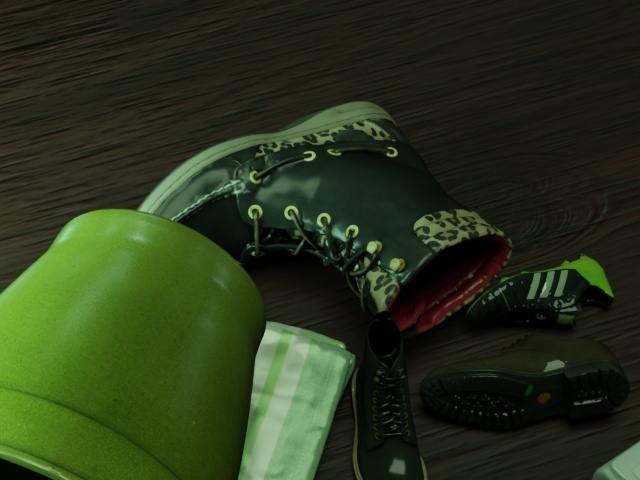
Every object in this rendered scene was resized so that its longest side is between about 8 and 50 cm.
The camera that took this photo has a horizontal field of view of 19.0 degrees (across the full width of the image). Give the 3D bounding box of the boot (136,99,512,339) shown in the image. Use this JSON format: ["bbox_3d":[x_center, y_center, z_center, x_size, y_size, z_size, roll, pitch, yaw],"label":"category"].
[{"bbox_3d":[0.000,0.000,2.134,0.377,0.138,0.284,-23,47,-28],"label":"boot"}]

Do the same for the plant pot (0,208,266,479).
[{"bbox_3d":[-0.220,0.168,1.870,0.366,0.366,0.353,18,53,9],"label":"plant pot"}]

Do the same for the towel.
[{"bbox_3d":[-0.148,0.174,2.063,0.325,0.038,0.248,17,61,6],"label":"towel"}]

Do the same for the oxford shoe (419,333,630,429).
[{"bbox_3d":[0.218,0.151,2.105,0.227,0.083,0.096,-2,35,-7],"label":"oxford shoe"}]

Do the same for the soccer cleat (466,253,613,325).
[{"bbox_3d":[0.252,0.069,2.171,0.179,0.060,0.072,-17,58,-20],"label":"soccer cleat"}]

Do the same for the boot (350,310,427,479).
[{"bbox_3d":[0.071,0.187,2.018,0.077,0.137,0.198,-10,55,-11],"label":"boot"}]

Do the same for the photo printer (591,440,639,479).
[{"bbox_3d":[0.478,0.265,2.010,0.307,0.107,0.256,-30,61,-24],"label":"photo printer"}]
